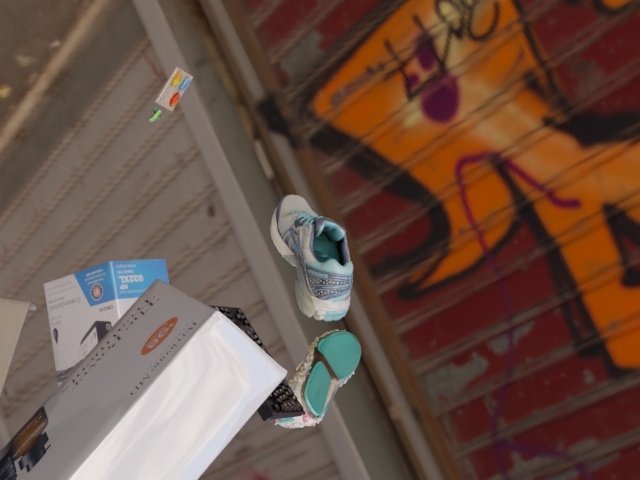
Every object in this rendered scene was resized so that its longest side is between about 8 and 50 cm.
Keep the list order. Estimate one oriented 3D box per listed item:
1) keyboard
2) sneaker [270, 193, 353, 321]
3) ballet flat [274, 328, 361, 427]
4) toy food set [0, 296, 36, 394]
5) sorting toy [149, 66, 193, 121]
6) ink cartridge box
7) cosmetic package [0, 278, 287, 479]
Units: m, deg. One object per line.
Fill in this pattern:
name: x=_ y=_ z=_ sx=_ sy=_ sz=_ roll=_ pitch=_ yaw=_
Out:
keyboard: x=-0.094 y=0.154 z=1.427 sx=0.108 sy=0.180 sz=0.023 roll=3 pitch=133 yaw=-50
sneaker: x=0.000 y=0.000 z=1.846 sx=0.110 sy=0.283 sz=0.122 roll=2 pitch=129 yaw=-24
ballet flat: x=-0.012 y=0.205 z=1.673 sx=0.077 sy=0.091 sz=0.241 roll=-27 pitch=-172 yaw=27
toy food set: x=-0.607 y=0.213 z=1.796 sx=0.220 sy=0.306 sz=0.092 roll=9 pitch=145 yaw=-1
sorting toy: x=-0.206 y=-0.196 z=1.530 sx=0.083 sy=0.012 sz=0.062 roll=-58 pitch=165 yaw=3
ink cartridge box: x=-0.370 y=0.204 z=2.004 sx=0.223 sy=0.307 sz=0.129 roll=-16 pitch=170 yaw=42
cosmetic package: x=-0.221 y=0.215 z=1.039 sx=0.377 sy=0.097 sz=0.284 roll=-49 pitch=-161 yaw=-10
